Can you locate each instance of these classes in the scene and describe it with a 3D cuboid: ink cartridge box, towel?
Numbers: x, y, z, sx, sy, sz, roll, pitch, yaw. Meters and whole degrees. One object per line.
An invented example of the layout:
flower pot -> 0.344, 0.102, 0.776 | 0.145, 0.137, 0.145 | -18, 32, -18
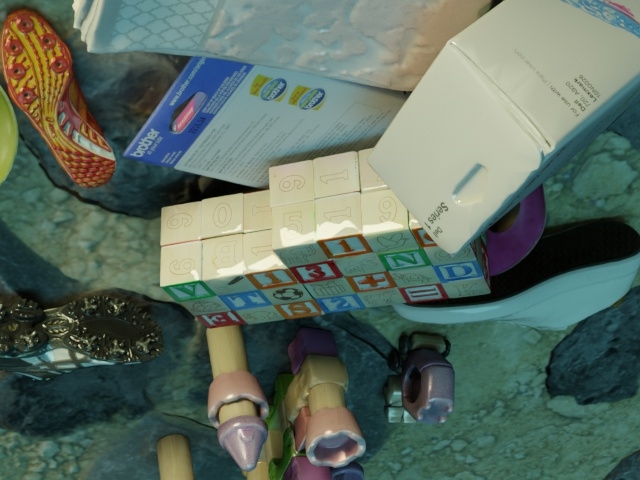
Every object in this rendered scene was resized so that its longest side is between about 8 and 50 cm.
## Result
ink cartridge box -> -0.004, -0.110, 1.194 | 0.311, 0.065, 0.186 | 10, 148, -27
towel -> 0.004, -0.228, 0.925 | 0.317, 0.053, 0.332 | 3, 150, -19
ink cartridge box -> 0.193, -0.137, 1.068 | 0.278, 0.117, 0.201 | -38, 172, -28

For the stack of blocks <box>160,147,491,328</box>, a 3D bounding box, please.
stack of blocks -> 0.000, 0.000, 1.242 | 0.297, 0.087, 0.171 | -9, 154, 15

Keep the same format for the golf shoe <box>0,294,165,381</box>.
golf shoe -> -0.267, 0.107, 1.383 | 0.198, 0.077, 0.094 | 6, 148, -16

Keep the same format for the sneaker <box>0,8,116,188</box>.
sneaker -> -0.238, -0.123, 1.146 | 0.064, 0.067, 0.175 | -27, 123, -13

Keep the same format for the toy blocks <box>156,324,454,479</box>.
toy blocks -> -0.008, 0.278, 1.486 | 0.309, 0.260, 0.288 | 6, 133, -21

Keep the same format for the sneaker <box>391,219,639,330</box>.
sneaker -> 0.215, 0.066, 1.435 | 0.290, 0.106, 0.123 | -8, 135, -9

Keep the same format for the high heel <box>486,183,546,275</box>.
high heel -> 0.179, -0.064, 1.299 | 0.117, 0.082, 0.244 | 3, 131, -30

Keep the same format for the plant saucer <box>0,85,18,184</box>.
plant saucer -> -0.389, -0.102, 1.142 | 0.241, 0.037, 0.241 | -7, 137, -7
